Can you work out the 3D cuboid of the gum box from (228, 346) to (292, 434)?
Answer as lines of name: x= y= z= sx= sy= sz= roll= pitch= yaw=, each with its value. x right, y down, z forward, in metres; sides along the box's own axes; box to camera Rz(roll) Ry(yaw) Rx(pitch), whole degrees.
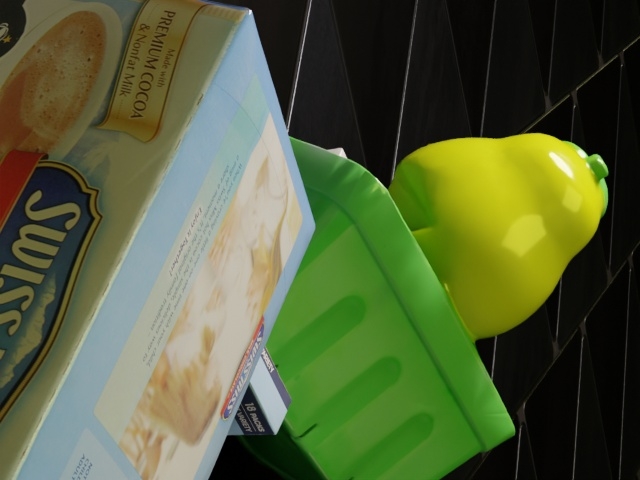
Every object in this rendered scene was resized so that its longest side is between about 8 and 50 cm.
gum box: x=-0.133 y=0.077 z=1.049 sx=0.157 sy=0.184 sz=0.041 roll=67 pitch=32 yaw=-31

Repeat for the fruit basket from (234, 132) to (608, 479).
fruit basket: x=0.058 y=0.021 z=1.252 sx=0.392 sy=0.283 sz=0.392 roll=-18 pitch=119 yaw=-37

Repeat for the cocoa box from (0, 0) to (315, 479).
cocoa box: x=-0.177 y=0.046 z=0.812 sx=0.231 sy=0.228 sz=0.347 roll=73 pitch=35 yaw=-56

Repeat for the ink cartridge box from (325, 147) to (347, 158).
ink cartridge box: x=0.000 y=0.000 z=1.415 sx=0.060 sy=0.104 sz=0.180 roll=-70 pitch=145 yaw=-44
